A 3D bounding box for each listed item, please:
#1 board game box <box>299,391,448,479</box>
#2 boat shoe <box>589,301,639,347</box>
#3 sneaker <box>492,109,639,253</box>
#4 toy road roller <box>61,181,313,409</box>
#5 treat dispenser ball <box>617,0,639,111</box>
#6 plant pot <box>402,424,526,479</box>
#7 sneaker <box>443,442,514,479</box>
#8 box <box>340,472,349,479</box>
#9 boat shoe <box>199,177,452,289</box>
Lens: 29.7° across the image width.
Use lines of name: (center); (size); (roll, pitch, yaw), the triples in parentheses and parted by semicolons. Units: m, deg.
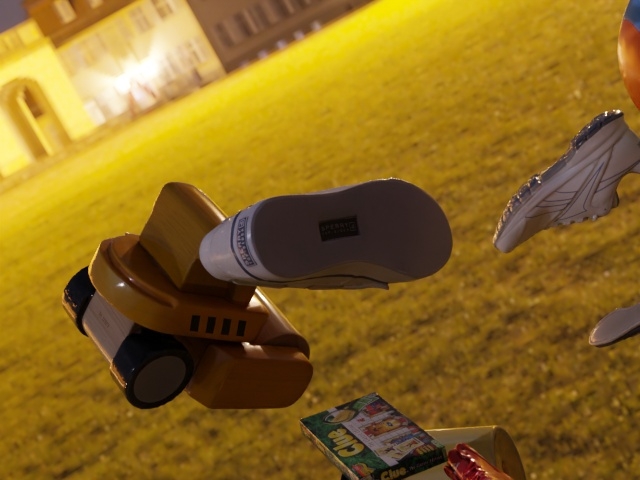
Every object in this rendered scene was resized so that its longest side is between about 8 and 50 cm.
board game box: (0.072, 0.295, 1.786); (0.136, 0.030, 0.260); (-21, 17, -16)
boat shoe: (0.590, 0.158, 2.240); (0.206, 0.065, 0.075); (-36, 24, 41)
sneaker: (0.399, -0.071, 1.926); (0.297, 0.129, 0.111); (-43, 5, 22)
toy road roller: (-0.141, 0.069, 1.539); (0.329, 0.202, 0.240); (11, -64, -44)
treat dispenser ball: (0.552, -0.266, 1.640); (0.288, 0.288, 0.288); (-29, 8, 4)
plant pot: (0.227, 0.435, 2.128); (0.239, 0.254, 0.254); (-20, 11, 22)
sneaker: (0.210, 0.343, 1.665); (0.087, 0.128, 0.221); (-57, -23, -1)
box: (0.059, 0.492, 1.679); (0.060, 0.216, 0.270); (-6, 33, 18)
boat shoe: (0.000, 0.009, 1.486); (0.156, 0.135, 0.367); (-15, -5, 44)
